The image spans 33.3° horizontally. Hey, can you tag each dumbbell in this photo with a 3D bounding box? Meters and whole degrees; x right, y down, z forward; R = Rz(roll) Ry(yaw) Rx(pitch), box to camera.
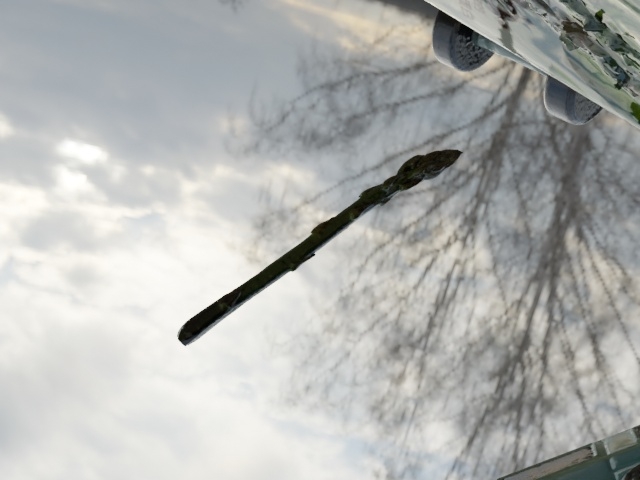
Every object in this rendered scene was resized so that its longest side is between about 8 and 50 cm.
[{"bbox_3d":[0.220,-0.204,1.150,0.191,0.100,0.100,32,-156,33],"label":"dumbbell"}]

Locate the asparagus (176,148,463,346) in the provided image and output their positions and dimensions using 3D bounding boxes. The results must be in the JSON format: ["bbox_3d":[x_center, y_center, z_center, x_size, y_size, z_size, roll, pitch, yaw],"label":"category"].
[{"bbox_3d":[0.000,0.000,0.727,0.233,0.023,0.022,-34,-139,-5],"label":"asparagus"}]

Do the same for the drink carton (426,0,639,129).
[{"bbox_3d":[0.094,-0.179,0.466,0.324,0.132,0.194,40,178,29],"label":"drink carton"}]

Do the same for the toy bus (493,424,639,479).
[{"bbox_3d":[0.123,0.186,0.558,0.271,0.133,0.165,-23,-179,11],"label":"toy bus"}]
